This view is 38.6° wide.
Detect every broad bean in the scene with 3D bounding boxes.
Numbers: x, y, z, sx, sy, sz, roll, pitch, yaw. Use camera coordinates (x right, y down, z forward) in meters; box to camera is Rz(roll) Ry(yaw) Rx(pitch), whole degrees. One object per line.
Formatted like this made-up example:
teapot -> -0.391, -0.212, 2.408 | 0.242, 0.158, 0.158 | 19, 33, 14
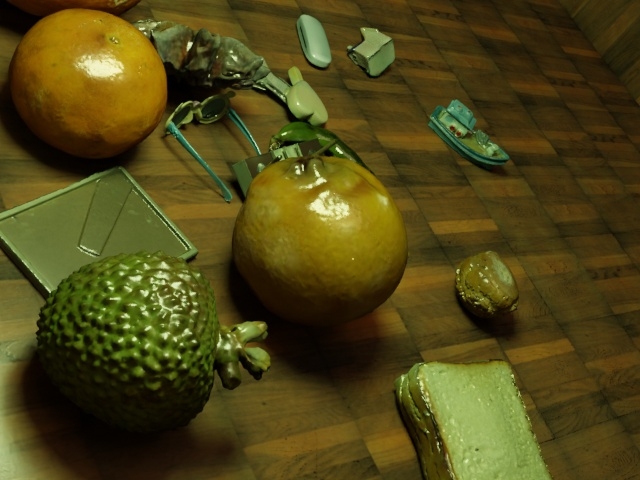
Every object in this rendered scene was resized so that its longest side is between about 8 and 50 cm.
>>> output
broad bean -> 0.018, -0.190, 2.070 | 0.292, 0.049, 0.144 | 25, 47, -16

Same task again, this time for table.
table -> -0.046, -0.141, 1.886 | 0.240, 0.111, 0.121 | -24, 91, -48

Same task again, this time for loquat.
loquat -> 0.000, 0.000, 1.660 | 0.329, 0.328, 0.328 | 23, 42, -22

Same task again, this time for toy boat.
toy boat -> 0.404, -0.281, 2.434 | 0.238, 0.098, 0.109 | 39, 41, -3

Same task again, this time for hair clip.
hair clip -> -0.070, -0.348, 2.135 | 0.218, 0.071, 0.159 | 36, 36, -13

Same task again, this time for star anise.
star anise -> -0.262, -0.373, 1.868 | 0.332, 0.332, 0.117 | 9, 90, -34

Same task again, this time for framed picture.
framed picture -> -0.385, -0.004, 1.573 | 0.232, 0.024, 0.315 | 47, 40, 8

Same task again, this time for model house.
model house -> 0.128, -0.502, 2.438 | 0.100, 0.087, 0.101 | 35, 66, 30

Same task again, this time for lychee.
lychee -> -0.253, 0.151, 1.348 | 0.320, 0.269, 0.270 | 15, 34, 18

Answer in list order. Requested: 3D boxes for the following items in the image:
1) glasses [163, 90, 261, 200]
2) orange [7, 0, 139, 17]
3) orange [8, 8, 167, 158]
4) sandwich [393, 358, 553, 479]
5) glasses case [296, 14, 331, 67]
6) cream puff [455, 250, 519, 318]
glasses -> -0.216, -0.184, 1.876 | 0.190, 0.088, 0.220 | -27, 92, -50
orange -> -0.515, -0.614, 1.805 | 0.424, 0.326, 0.424 | 13, 42, -12
orange -> -0.416, -0.286, 1.658 | 0.284, 0.226, 0.283 | 18, 47, -20
sandwich -> 0.289, 0.372, 1.715 | 0.271, 0.099, 0.301 | 3, 54, -32
glasses case -> -0.017, -0.513, 2.346 | 0.067, 0.045, 0.178 | 12, 47, -31
cream puff -> 0.362, 0.104, 2.016 | 0.150, 0.115, 0.165 | 45, 29, -6
